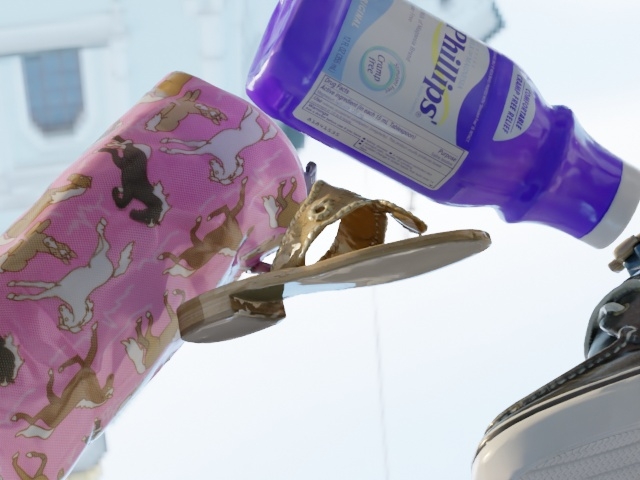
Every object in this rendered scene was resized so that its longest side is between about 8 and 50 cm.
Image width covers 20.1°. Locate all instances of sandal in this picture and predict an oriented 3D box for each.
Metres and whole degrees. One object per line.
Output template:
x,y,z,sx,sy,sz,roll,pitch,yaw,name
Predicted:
-0.003,-0.001,1.225,0.240,0.088,0.079,-21,-108,29,sandal

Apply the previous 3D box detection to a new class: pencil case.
-0.168,0.051,1.317,0.167,0.160,0.386,39,-119,4,pencil case

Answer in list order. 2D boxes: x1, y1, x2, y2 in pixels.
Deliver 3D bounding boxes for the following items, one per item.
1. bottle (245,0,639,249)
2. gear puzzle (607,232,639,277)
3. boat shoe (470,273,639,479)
0.091,-0.085,1.256,0.283,0.092,0.118,28,-124,-12,bottle
0.389,0.000,1.725,0.175,0.339,0.044,-40,-111,15,gear puzzle
0.218,0.079,1.129,0.335,0.121,0.119,-17,-123,-29,boat shoe
